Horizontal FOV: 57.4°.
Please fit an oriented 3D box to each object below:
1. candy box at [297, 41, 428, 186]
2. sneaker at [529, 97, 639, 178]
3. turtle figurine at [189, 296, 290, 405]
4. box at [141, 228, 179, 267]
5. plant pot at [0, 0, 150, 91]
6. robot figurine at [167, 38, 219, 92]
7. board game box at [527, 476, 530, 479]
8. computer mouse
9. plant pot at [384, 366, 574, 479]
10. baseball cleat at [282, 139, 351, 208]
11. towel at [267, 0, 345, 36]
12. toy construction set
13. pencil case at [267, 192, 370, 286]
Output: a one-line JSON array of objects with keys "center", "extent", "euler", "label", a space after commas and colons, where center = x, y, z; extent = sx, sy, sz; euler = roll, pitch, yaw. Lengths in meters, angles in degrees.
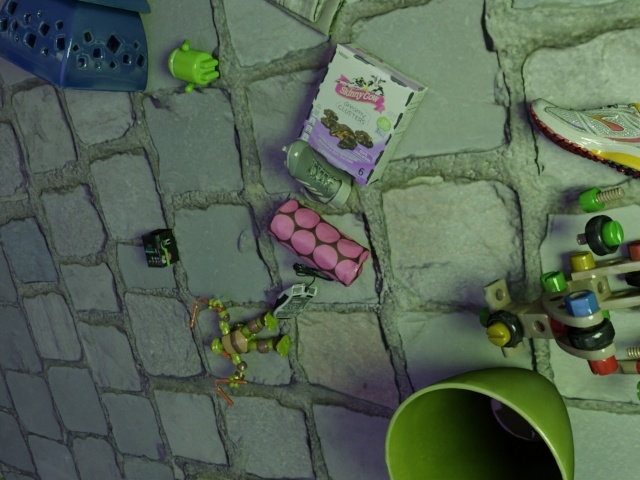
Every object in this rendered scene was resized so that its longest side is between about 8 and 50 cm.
[{"center": [0.070, -0.226, 1.045], "extent": [0.165, 0.070, 0.196], "euler": [36, 123, 16], "label": "candy box"}, {"center": [0.418, -0.163, 0.858], "extent": [0.225, 0.088, 0.093], "euler": [28, 100, 21], "label": "sneaker"}, {"center": [-0.178, 0.245, 1.364], "extent": [0.217, 0.087, 0.269], "euler": [-15, 90, 27], "label": "turtle figurine"}, {"center": [-0.391, 0.019, 1.427], "extent": [0.052, 0.062, 0.083], "euler": [0, 108, 31], "label": "box"}, {"center": [-0.511, -0.455, 1.233], "extent": [0.236, 0.236, 0.212], "euler": [28, 113, 21], "label": "plant pot"}, {"center": [-0.266, -0.361, 1.207], "extent": [0.115, 0.067, 0.101], "euler": [20, 129, 25], "label": "robot figurine"}, {"center": [0.262, 0.523, 1.060], "extent": [0.308, 0.302, 0.086], "euler": [-32, 89, 36], "label": "board game box"}, {"center": [-0.048, 0.107, 1.240], "extent": [0.193, 0.106, 0.042], "euler": [-50, 47, 41], "label": "computer mouse"}, {"center": [0.295, 0.319, 0.958], "extent": [0.274, 0.293, 0.275], "euler": [7, 102, 34], "label": "plant pot"}, {"center": [0.002, -0.120, 1.076], "extent": [0.109, 0.206, 0.072], "euler": [20, 80, 17], "label": "baseball cleat"}, {"center": [-0.053, -0.565, 1.008], "extent": [0.324, 0.056, 0.312], "euler": [34, 122, 16], "label": "towel"}, {"center": [0.402, 0.126, 0.917], "extent": [0.309, 0.257, 0.237], "euler": [46, 147, -18], "label": "toy construction set"}, {"center": [0.000, 0.000, 1.161], "extent": [0.209, 0.098, 0.095], "euler": [37, 139, 12], "label": "pencil case"}]
